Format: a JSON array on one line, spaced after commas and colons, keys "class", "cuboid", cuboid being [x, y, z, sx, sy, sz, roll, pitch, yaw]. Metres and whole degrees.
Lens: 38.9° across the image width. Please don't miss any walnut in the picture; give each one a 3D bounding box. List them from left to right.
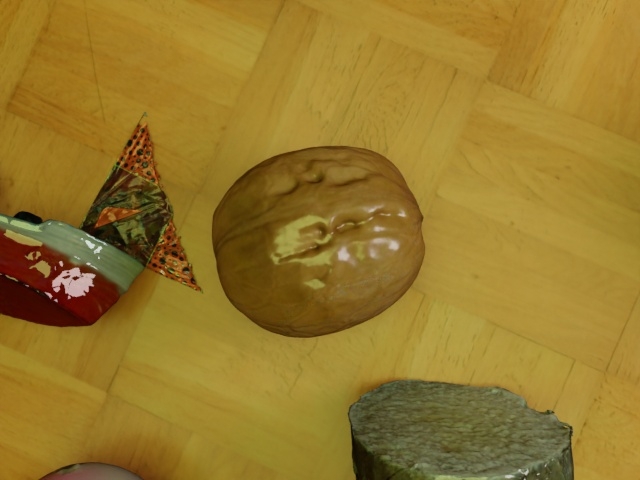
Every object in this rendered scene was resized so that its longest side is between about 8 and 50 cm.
[{"class": "walnut", "cuboid": [0.000, 0.000, 0.938, 0.222, 0.195, 0.195, -16, 86, -4]}]

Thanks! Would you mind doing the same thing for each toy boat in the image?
[{"class": "toy boat", "cuboid": [-0.357, -0.007, 0.990, 0.332, 0.145, 0.133, 19, 60, 4]}]

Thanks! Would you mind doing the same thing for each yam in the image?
[{"class": "yam", "cuboid": [0.137, 0.325, 0.889, 0.241, 0.241, 0.348, -2, 89, 4]}]

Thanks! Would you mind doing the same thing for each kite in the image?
[{"class": "kite", "cuboid": [-0.226, -0.025, 1.042, 0.125, 0.008, 0.222, -19, 85, 5]}]

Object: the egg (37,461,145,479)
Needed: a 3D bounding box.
[{"class": "egg", "cuboid": [-0.227, 0.364, 0.924, 0.196, 0.196, 0.271, -22, 82, 2]}]
